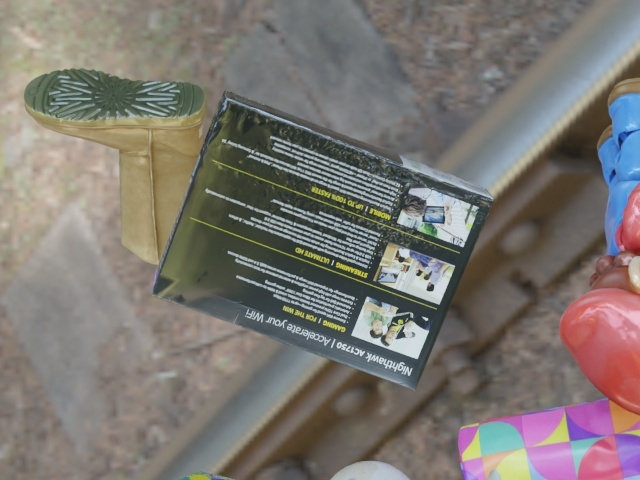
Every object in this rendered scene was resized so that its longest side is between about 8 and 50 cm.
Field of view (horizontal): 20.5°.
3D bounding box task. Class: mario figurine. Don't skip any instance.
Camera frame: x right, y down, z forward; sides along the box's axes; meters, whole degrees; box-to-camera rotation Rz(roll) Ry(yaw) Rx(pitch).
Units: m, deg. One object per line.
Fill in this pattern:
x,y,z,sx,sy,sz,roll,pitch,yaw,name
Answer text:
0.315,0.016,1.568,0.170,0.198,0.320,-16,48,31,mario figurine

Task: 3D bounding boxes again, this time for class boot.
-0.245,-0.081,2.219,0.236,0.089,0.269,8,138,6,boot

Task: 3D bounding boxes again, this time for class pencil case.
0.243,0.203,1.637,0.236,0.104,0.104,-14,78,11,pencil case

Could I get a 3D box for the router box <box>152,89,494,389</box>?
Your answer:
0.000,0.000,1.100,0.179,0.046,0.133,21,99,-6,router box

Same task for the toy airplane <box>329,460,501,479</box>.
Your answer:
0.066,0.315,1.429,0.386,0.384,0.272,-3,70,1,toy airplane

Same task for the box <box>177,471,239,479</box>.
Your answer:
-0.148,0.417,2.091,0.279,0.290,0.177,5,106,45,box
